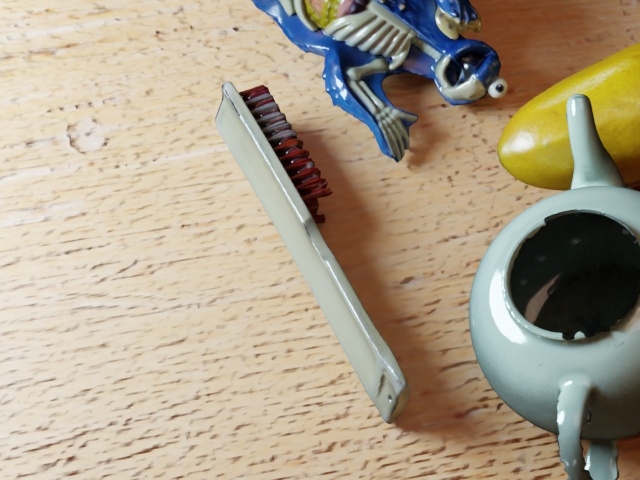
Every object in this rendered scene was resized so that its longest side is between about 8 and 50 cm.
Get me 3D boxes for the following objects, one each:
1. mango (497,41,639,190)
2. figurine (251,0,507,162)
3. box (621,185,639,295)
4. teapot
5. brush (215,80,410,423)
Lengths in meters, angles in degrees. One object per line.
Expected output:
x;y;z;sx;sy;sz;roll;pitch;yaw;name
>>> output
0.243;-0.099;1.303;0.219;0.145;0.112;-16;94;-13;mango
0.045;-0.198;1.384;0.164;0.121;0.262;-44;90;1;figurine
0.278;0.053;1.263;0.055;0.039;0.218;-10;57;-7;box
0.201;0.049;1.186;0.193;0.129;0.294;-5;62;23;teapot
0.000;0.000;1.279;0.050;0.060;0.321;-15;57;-24;brush
